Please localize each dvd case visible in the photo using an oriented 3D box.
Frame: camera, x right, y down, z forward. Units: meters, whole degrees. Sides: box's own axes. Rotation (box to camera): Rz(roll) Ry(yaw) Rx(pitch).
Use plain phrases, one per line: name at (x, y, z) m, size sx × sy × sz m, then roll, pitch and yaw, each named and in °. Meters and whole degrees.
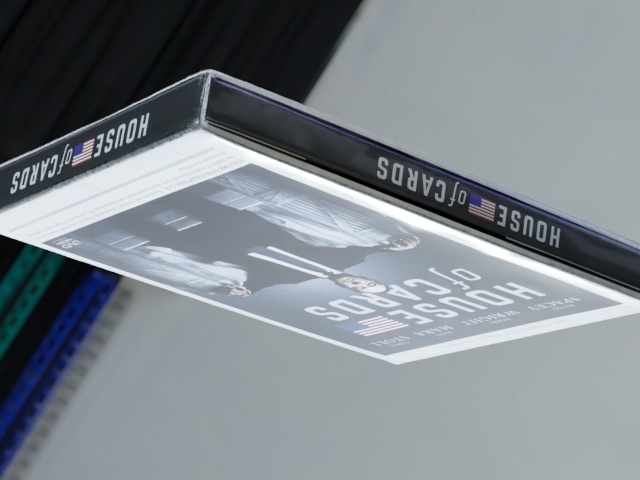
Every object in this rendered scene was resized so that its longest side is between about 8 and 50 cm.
dvd case at (0.000, 0.000, 0.743) m, size 0.239 × 0.029 × 0.179 m, roll 21°, pitch 157°, yaw -32°
